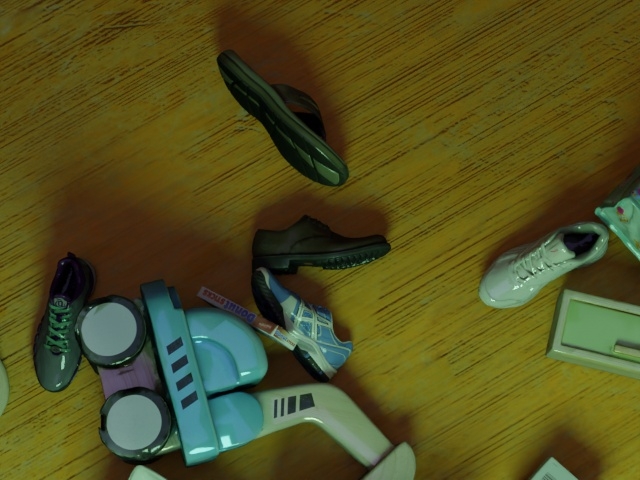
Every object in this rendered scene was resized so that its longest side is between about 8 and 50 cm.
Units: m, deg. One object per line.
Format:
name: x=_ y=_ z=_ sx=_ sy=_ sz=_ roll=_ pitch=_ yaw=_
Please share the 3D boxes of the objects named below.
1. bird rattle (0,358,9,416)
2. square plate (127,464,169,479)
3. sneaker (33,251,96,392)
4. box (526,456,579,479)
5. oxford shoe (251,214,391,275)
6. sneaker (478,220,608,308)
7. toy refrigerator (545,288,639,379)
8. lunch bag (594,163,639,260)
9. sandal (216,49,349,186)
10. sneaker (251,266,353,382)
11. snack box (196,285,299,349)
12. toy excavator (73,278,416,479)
bird rattle: x=-0.598 y=0.248 z=1.951 sx=0.207 sy=0.143 sz=0.253 roll=-11 pitch=80 yaw=-16
square plate: x=-0.190 y=0.554 z=1.847 sx=0.347 sy=0.049 sz=0.344 roll=28 pitch=103 yaw=8
sneaker: x=-0.422 y=0.129 z=1.976 sx=0.083 sy=0.098 sz=0.223 roll=7 pitch=78 yaw=5
box: x=0.354 y=0.400 z=1.879 sx=0.102 sy=0.087 sz=0.101 roll=41 pitch=83 yaw=10
oxford shoe: x=0.000 y=0.000 z=1.990 sx=0.227 sy=0.083 sz=0.096 roll=-3 pitch=76 yaw=2
sneaker: x=0.352 y=0.027 z=1.946 sx=0.232 sy=0.115 sz=0.090 roll=-31 pitch=78 yaw=-4
toy refrigerator: x=0.498 y=0.160 z=1.921 sx=0.270 sy=0.094 sz=0.102 roll=14 pitch=78 yaw=6
lunch bag: x=0.600 y=-0.030 z=1.910 sx=0.262 sy=0.160 sz=0.223 roll=46 pitch=76 yaw=-3
sandal: x=-0.052 y=-0.214 z=2.027 sx=0.086 sy=0.120 sz=0.303 roll=-37 pitch=78 yaw=-19
sneaker: x=-0.033 y=0.124 z=1.967 sx=0.081 sy=0.080 sz=0.211 roll=-39 pitch=96 yaw=-17
snack box: x=-0.116 y=0.121 z=1.936 sx=0.178 sy=0.064 sz=0.022 roll=24 pitch=79 yaw=39
toy excavator: x=-0.115 y=0.245 z=1.893 sx=0.445 sy=0.222 sz=0.432 roll=-15 pitch=78 yaw=-9
